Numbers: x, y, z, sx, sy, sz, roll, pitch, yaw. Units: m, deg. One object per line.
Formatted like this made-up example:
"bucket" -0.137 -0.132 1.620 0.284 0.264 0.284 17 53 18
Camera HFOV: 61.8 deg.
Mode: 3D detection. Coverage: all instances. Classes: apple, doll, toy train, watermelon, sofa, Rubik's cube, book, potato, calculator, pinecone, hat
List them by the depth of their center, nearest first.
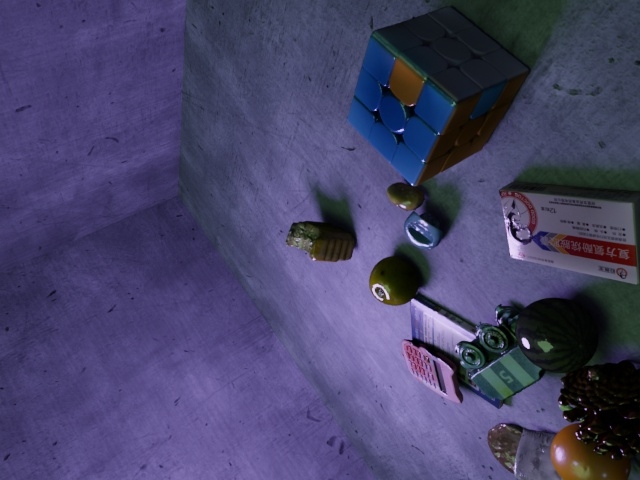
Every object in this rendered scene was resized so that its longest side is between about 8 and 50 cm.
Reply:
"Rubik's cube" 0.286 -0.370 1.373 0.290 0.291 0.291 49 149 22
"pinecone" 0.765 0.443 1.402 0.264 0.264 0.264 39 145 35
"watermelon" 0.641 0.255 1.454 0.212 0.212 0.212 39 145 35
"doll" 0.790 0.611 1.566 0.213 0.214 0.235 20 118 51
"toy train" 0.579 0.351 1.679 0.238 0.167 0.299 48 139 12
"hat" 0.353 -0.045 1.790 0.138 0.078 0.191 40 160 10
"potato" 0.286 -0.147 1.793 0.138 0.092 0.070 30 153 44
"sofa" 0.793 0.767 1.796 0.225 0.176 0.210 41 151 -25
"book" 0.504 0.407 1.999 0.428 0.039 0.299 31 140 43
"apple" 0.274 0.158 2.028 0.196 0.157 0.196 36 147 29
"calculator" 0.434 0.504 2.120 0.330 0.048 0.220 20 133 56

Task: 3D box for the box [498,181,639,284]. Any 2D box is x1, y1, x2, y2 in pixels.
"box" 0.633 -0.029 1.362 0.353 0.069 0.214 17 129 55

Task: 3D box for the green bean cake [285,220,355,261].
"green bean cake" 0.000 0.000 2.261 0.236 0.233 0.124 26 108 48

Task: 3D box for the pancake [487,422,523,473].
"pancake" 0.718 0.772 1.982 0.222 0.042 0.236 19 130 47
